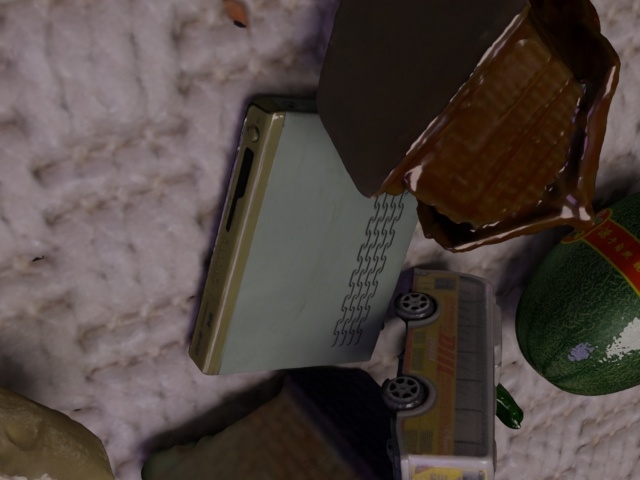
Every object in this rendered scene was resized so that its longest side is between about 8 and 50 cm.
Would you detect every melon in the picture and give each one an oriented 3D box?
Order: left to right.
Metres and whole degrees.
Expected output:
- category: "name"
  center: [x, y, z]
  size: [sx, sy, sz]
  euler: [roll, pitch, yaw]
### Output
- category: "melon"
  center: [0.341, 0.048, 1.010]
  size: [0.287, 0.182, 0.182]
  euler: [-36, 133, -7]

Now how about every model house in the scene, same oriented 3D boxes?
- category: "model house"
  center: [0.019, 0.302, 0.970]
  size: [0.280, 0.245, 0.312]
  euler: [-32, 134, -18]
- category: "model house"
  center: [0.128, -0.122, 0.754]
  size: [0.219, 0.199, 0.229]
  euler: [-42, 136, 17]

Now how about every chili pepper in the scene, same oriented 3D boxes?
- category: "chili pepper"
  center: [0.157, 0.159, 1.051]
  size: [0.182, 0.073, 0.050]
  euler: [30, 80, -36]

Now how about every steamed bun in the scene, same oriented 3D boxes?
- category: "steamed bun"
  center: [-0.296, 0.162, 0.750]
  size: [0.231, 0.110, 0.212]
  euler: [-22, 130, 23]

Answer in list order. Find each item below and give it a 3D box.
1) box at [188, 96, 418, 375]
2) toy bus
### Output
- category: "box"
  center: [0.000, 0.000, 0.862]
  size: [0.210, 0.045, 0.270]
  euler: [-2, 122, -30]
- category: "toy bus"
  center: [0.116, 0.131, 0.875]
  size: [0.106, 0.268, 0.092]
  euler: [1, 124, 10]
